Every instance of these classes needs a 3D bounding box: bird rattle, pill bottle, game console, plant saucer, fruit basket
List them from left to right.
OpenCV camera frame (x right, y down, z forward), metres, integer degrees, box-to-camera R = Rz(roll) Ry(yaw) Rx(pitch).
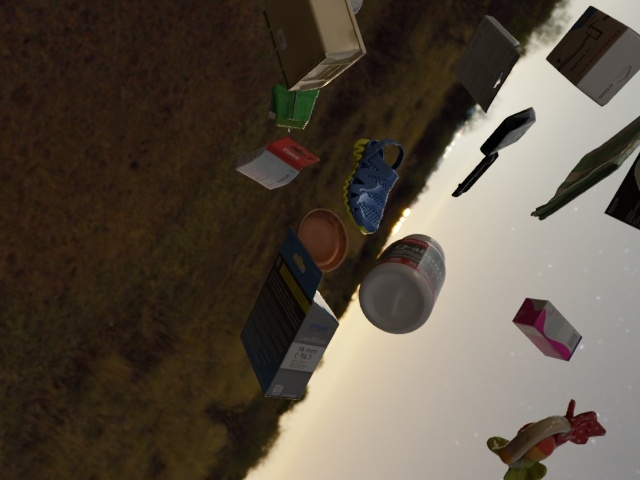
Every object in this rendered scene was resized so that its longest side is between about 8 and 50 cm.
[{"bbox_3d":[-0.099,-0.569,2.186,0.327,0.165,0.353,-160,-111,-83],"label":"fruit basket"},{"bbox_3d":[0.000,0.000,2.000,0.037,0.200,0.200,-11,-142,52],"label":"plant saucer"},{"bbox_3d":[0.254,0.111,1.874,0.210,0.210,0.363,-60,173,25],"label":"pill bottle"},{"bbox_3d":[0.517,-0.260,1.965,0.213,0.044,0.361,-26,159,-46],"label":"game console"},{"bbox_3d":[0.490,0.446,1.391,0.253,0.143,0.207,-35,145,18],"label":"bird rattle"}]

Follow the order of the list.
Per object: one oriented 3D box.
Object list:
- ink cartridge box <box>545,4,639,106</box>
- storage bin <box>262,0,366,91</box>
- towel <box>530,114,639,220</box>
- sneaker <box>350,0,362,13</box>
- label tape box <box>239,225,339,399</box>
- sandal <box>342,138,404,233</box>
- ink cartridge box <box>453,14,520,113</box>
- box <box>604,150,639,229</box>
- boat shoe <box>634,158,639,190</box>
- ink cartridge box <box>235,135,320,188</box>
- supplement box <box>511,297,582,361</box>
[{"bbox_3d":[0.586,-0.394,1.350,0.148,0.086,0.203,-52,-161,25],"label":"ink cartridge box"},{"bbox_3d":[-0.030,-0.569,1.720,0.123,0.262,0.260,-17,179,-30],"label":"storage bin"},{"bbox_3d":[0.626,-0.177,1.427,0.325,0.038,0.248,-37,174,-36],"label":"towel"},{"bbox_3d":[0.103,-0.824,2.118,0.269,0.101,0.153,-62,-165,-25],"label":"sneaker"},{"bbox_3d":[-0.061,0.171,1.518,0.334,0.106,0.241,-64,-148,18],"label":"label tape box"},{"bbox_3d":[0.147,-0.163,1.711,0.138,0.126,0.317,-15,-127,35],"label":"sandal"},{"bbox_3d":[0.535,-0.555,2.013,0.045,0.224,0.223,-3,140,-27],"label":"ink cartridge box"},{"bbox_3d":[1.101,-0.161,2.115,0.103,0.184,0.261,6,113,-57],"label":"box"},{"bbox_3d":[0.849,-0.081,1.457,0.091,0.305,0.109,-20,150,-15],"label":"boat shoe"},{"bbox_3d":[-0.149,-0.262,2.202,0.232,0.189,0.066,-11,-117,37],"label":"ink cartridge box"},{"bbox_3d":[0.800,0.312,2.246,0.111,0.220,0.114,-53,-157,-16],"label":"supplement box"}]
